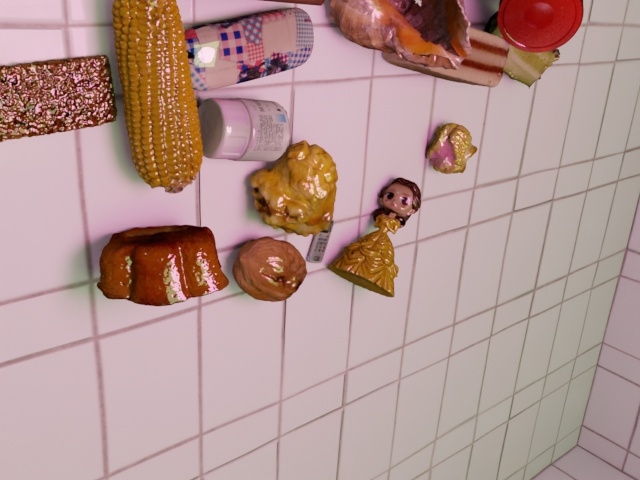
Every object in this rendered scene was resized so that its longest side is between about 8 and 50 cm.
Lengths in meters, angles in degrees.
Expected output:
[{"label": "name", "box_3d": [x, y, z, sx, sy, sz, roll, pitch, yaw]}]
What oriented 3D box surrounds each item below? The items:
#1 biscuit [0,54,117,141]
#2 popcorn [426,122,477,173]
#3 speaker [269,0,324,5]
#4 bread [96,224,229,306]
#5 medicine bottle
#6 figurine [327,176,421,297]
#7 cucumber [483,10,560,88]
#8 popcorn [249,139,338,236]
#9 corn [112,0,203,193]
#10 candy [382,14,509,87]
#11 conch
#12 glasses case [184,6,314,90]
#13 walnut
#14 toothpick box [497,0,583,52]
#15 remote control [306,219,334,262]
[{"label": "biscuit", "box_3d": [-0.471, -0.252, 1.147, 0.231, 0.025, 0.130, -20, 122, -35]}, {"label": "popcorn", "box_3d": [0.371, -0.259, 1.849, 0.126, 0.126, 0.145, 2, 88, -32]}, {"label": "speaker", "box_3d": [-0.124, -0.530, 1.218, 0.231, 0.193, 0.153, -11, 117, -38]}, {"label": "bread", "box_3d": [-0.317, 0.047, 1.296, 0.247, 0.232, 0.135, -7, 105, -15]}, {"label": "medicine bottle", "box_3d": [-0.163, -0.230, 1.363, 0.169, 0.135, 0.135, -7, 113, -41]}, {"label": "figurine", "box_3d": [0.173, -0.027, 1.756, 0.168, 0.187, 0.315, 36, 75, -41]}, {"label": "cucumber", "box_3d": [0.557, -0.566, 1.895, 0.326, 0.105, 0.145, 12, 127, -45]}, {"label": "popcorn", "box_3d": [-0.061, -0.117, 1.499, 0.203, 0.226, 0.200, 4, 69, -6]}, {"label": "corn", "box_3d": [-0.303, -0.279, 1.213, 0.144, 0.144, 0.387, -22, 117, -34]}, {"label": "candy", "box_3d": [0.323, -0.480, 1.659, 0.321, 0.179, 0.135, -2, 110, -42]}, {"label": "conch", "box_3d": [0.194, -0.530, 1.413, 0.210, 0.353, 0.297, -61, 174, -25]}, {"label": "glasses case", "box_3d": [-0.147, -0.397, 1.340, 0.328, 0.076, 0.125, -25, 126, -33]}, {"label": "walnut", "box_3d": [-0.123, 0.066, 1.529, 0.184, 0.155, 0.155, 24, 92, -51]}, {"label": "toothpick box", "box_3d": [0.573, -0.662, 1.688, 0.204, 0.204, 0.333, 63, 35, -40]}, {"label": "remote control", "box_3d": [0.000, 0.000, 1.699, 0.053, 0.018, 0.124, 9, 102, -45]}]
